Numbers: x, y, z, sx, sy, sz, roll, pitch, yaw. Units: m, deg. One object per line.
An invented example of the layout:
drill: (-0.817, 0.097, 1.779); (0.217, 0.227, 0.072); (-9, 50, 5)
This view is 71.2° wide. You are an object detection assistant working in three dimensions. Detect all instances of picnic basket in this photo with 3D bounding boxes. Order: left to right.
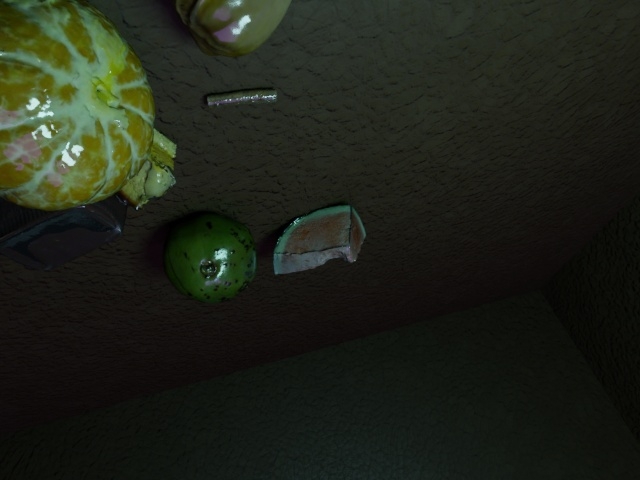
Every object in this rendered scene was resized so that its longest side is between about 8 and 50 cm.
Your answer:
picnic basket: (-0.580, -0.051, 0.998); (0.297, 0.129, 0.222); (-24, 147, 5)

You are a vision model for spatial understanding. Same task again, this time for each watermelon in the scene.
watermelon: (0.000, 0.000, 1.343); (0.319, 0.226, 0.148); (-24, 123, -16)

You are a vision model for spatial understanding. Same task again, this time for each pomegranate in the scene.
pomegranate: (-0.297, 0.041, 1.220); (0.255, 0.270, 0.254); (-4, 111, -10)

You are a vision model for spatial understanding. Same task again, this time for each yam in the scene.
yam: (-0.165, -0.300, 0.942); (0.146, 0.032, 0.032); (-11, 147, -14)

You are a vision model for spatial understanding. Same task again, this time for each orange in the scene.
orange: (-0.415, -0.208, 0.684); (0.249, 0.329, 0.329); (9, 160, 27)

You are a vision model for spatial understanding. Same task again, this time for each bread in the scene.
bread: (-0.378, -0.156, 0.918); (0.140, 0.160, 0.169); (-30, 148, 15)

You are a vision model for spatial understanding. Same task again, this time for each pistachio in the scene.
pistachio: (-0.114, -0.409, 0.700); (0.260, 0.163, 0.213); (-46, -176, 6)
